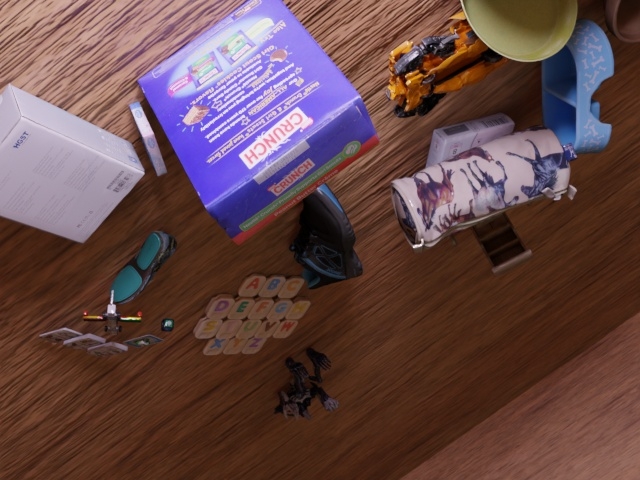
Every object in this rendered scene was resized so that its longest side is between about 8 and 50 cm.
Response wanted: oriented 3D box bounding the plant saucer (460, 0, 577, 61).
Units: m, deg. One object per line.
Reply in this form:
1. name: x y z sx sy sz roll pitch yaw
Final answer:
1. plant saucer: 0.346 -0.430 1.298 0.240 0.241 0.037 -17 179 -19

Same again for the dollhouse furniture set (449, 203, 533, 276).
1. dollhouse furniture set: 0.421 -0.040 1.784 0.212 0.161 0.242 -29 149 10

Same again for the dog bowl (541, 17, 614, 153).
1. dog bowl: 0.538 -0.314 1.547 0.074 0.166 0.297 -19 124 -9

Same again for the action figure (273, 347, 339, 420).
1. action figure: -0.044 0.435 2.033 0.164 0.141 0.276 -17 137 -23

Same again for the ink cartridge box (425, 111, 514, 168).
1. ink cartridge box: 0.333 -0.174 1.683 0.189 0.066 0.232 -17 137 -20

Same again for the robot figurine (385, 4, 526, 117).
1. robot figurine: 0.245 -0.346 1.381 0.290 0.085 0.211 -27 155 -8

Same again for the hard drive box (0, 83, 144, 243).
1. hard drive box: -0.434 -0.112 1.162 0.181 0.089 0.232 -45 142 15

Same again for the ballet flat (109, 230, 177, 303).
1. ballet flat: -0.347 0.058 1.447 0.070 0.070 0.188 18 124 -46

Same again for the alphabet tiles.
1. alphabet tiles: -0.162 0.187 1.762 0.284 0.021 0.278 6 129 -40

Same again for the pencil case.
1. pencil case: 0.345 -0.110 1.572 0.410 0.184 0.160 -22 146 -12

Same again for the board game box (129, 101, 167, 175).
1. board game box: -0.286 -0.168 1.206 0.020 0.090 0.090 -23 142 -13

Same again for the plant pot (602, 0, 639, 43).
1. plant pot: 0.654 -0.529 1.464 0.237 0.110 0.237 -20 143 -16

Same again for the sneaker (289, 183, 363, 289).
1. sneaker: 0.000 0.000 1.581 0.139 0.125 0.341 -24 141 -3

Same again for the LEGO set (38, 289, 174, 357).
1. LEGO set: -0.426 0.177 1.499 0.244 0.060 0.182 -17 150 26

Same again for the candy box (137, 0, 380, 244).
1. candy box: -0.101 -0.198 1.114 0.268 0.317 0.122 -34 144 3
